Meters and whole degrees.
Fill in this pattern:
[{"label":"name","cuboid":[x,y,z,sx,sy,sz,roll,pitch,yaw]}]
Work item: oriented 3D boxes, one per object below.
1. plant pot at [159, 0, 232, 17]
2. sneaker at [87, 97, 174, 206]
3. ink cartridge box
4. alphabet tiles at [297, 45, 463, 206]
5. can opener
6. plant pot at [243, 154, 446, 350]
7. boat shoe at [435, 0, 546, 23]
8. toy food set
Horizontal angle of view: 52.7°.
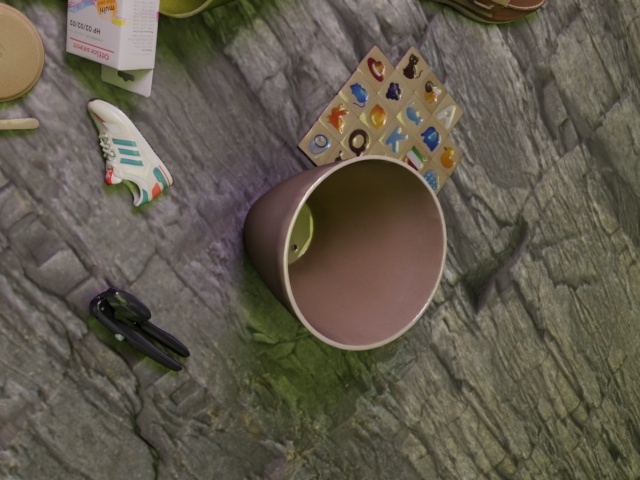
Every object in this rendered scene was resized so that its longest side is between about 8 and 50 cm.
[{"label":"plant pot","cuboid":[-0.095,-0.458,0.856,0.293,0.274,0.275,-28,112,-41]},{"label":"sneaker","cuboid":[-0.278,-0.118,0.897,0.075,0.057,0.161,-47,121,-22]},{"label":"ink cartridge box","cuboid":[-0.264,-0.281,0.820,0.061,0.104,0.181,-23,130,-54]},{"label":"alphabet tiles","cuboid":[0.118,-0.160,1.152,0.285,0.011,0.343,43,76,-28]},{"label":"can opener","cuboid":[-0.263,0.137,0.950,0.059,0.073,0.186,-52,128,-22]},{"label":"plant pot","cuboid":[0.000,0.000,0.954,0.256,0.274,0.257,-5,100,-29]},{"label":"boat shoe","cuboid":[0.296,-0.461,1.145,0.324,0.116,0.123,-3,100,-30]},{"label":"toy food set","cuboid":[-0.412,-0.234,0.798,0.132,0.038,0.192,-5,115,-35]}]
